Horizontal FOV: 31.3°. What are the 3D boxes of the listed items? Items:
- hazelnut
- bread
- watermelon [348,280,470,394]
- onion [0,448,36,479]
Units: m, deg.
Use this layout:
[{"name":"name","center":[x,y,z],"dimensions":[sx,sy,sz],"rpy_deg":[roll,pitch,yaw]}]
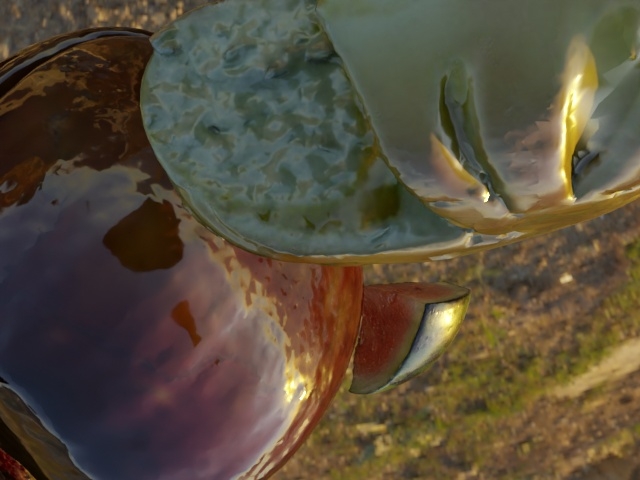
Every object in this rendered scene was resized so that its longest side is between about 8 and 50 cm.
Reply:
[{"name":"hazelnut","center":[-0.176,0.037,1.014],"dimensions":[0.402,0.402,0.429],"rpy_deg":[-31,116,21]},{"name":"bread","center":[0.082,-0.076,0.597],"dimensions":[0.333,0.160,0.333],"rpy_deg":[-12,171,-2]},{"name":"watermelon","center":[0.108,0.125,1.401],"dimensions":[0.137,0.193,0.145],"rpy_deg":[7,96,14]},{"name":"onion","center":[-0.484,0.395,1.535],"dimensions":[0.282,0.260,0.336],"rpy_deg":[-39,96,-3]}]
